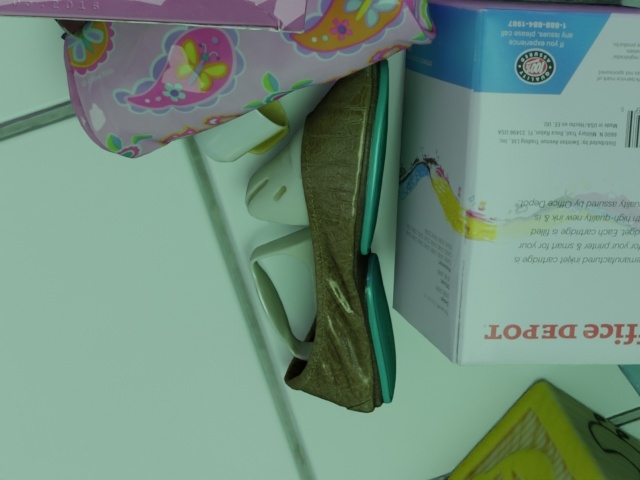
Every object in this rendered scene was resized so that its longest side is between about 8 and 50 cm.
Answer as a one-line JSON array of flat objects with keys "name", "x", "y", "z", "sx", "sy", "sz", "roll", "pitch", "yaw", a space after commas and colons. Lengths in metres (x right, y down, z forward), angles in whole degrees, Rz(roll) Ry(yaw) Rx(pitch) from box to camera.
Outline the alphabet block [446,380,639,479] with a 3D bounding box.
[{"name": "alphabet block", "x": 0.243, "y": 0.288, "z": 1.547, "sx": 0.197, "sy": 0.192, "sz": 0.193, "roll": 33, "pitch": 105, "yaw": -28}]

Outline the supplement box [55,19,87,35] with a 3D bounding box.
[{"name": "supplement box", "x": -0.142, "y": -0.281, "z": 1.208, "sx": 0.239, "sy": 0.073, "sz": 0.130, "roll": -38, "pitch": 118, "yaw": 8}]

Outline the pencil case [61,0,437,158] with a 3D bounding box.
[{"name": "pencil case", "x": -0.057, "y": -0.157, "z": 1.246, "sx": 0.284, "sy": 0.124, "sz": 0.124, "roll": -21, "pitch": 122, "yaw": 15}]

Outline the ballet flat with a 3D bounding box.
[{"name": "ballet flat", "x": 0.000, "y": 0.000, "z": 1.391, "sx": 0.124, "sy": 0.116, "sz": 0.342, "roll": 2, "pitch": 124, "yaw": 7}]

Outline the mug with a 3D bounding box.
[{"name": "mug", "x": -0.065, "y": -0.092, "z": 1.340, "sx": 0.064, "sy": 0.062, "sz": 0.078, "roll": -40, "pitch": 113, "yaw": 19}]

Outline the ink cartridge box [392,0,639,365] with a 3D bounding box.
[{"name": "ink cartridge box", "x": 0.180, "y": -0.052, "z": 1.301, "sx": 0.198, "sy": 0.197, "sz": 0.270, "roll": 1, "pitch": 101, "yaw": -13}]

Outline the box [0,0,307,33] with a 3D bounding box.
[{"name": "box", "x": -0.126, "y": -0.232, "z": 1.056, "sx": 0.214, "sy": 0.243, "sz": 0.117, "roll": 2, "pitch": 115, "yaw": -11}]

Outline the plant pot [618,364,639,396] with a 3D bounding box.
[{"name": "plant pot", "x": 0.389, "y": 0.072, "z": 1.439, "sx": 0.252, "sy": 0.247, "sz": 0.248, "roll": 24, "pitch": 111, "yaw": -12}]
